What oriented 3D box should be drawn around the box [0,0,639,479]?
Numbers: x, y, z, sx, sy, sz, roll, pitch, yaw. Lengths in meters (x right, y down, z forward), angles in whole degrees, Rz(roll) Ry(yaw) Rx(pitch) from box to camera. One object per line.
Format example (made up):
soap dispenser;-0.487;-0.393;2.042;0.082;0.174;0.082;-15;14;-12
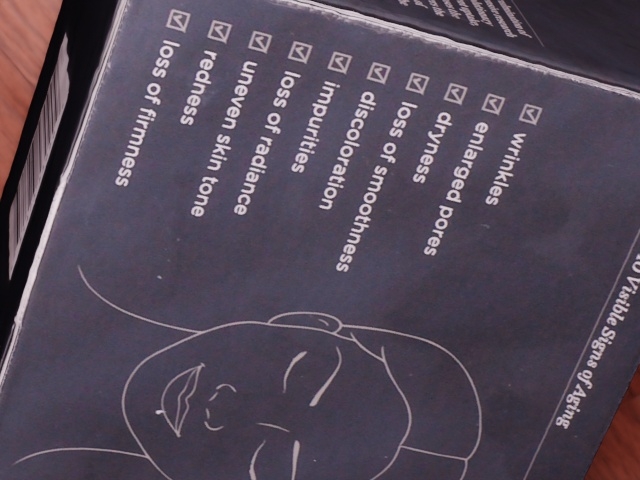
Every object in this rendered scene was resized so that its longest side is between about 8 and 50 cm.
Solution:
box;0.000;0.000;1.539;0.471;0.297;0.480;15;114;-16
